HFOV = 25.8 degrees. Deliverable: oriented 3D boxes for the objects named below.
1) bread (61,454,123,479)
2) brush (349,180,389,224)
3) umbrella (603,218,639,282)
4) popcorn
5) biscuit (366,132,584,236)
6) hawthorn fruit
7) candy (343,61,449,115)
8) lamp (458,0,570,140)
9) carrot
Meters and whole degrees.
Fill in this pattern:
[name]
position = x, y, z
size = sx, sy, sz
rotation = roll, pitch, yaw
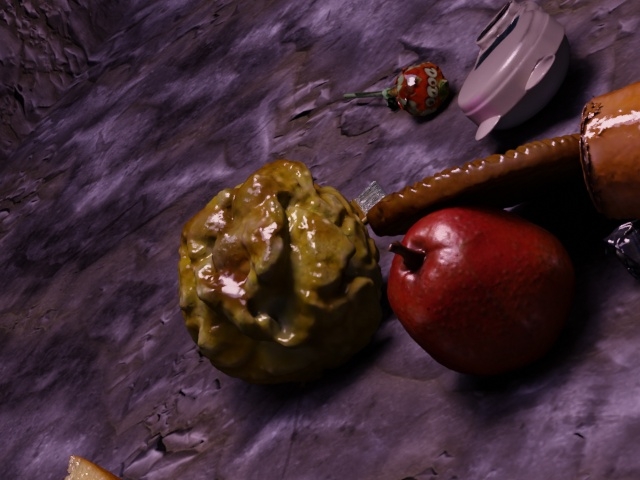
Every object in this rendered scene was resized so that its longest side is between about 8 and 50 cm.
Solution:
[bread]
position = -0.264, 0.370, 1.725
size = 0.134, 0.129, 0.260
rotation = -22, 32, 22
[brush]
position = 0.012, -0.004, 2.059
size = 0.218, 0.010, 0.082
rotation = -41, 25, 3
[umbrella]
position = 0.406, -0.043, 1.507
size = 0.224, 0.080, 0.071
rotation = -41, -10, -6
[popcorn]
position = -0.060, 0.052, 1.813
size = 0.282, 0.247, 0.282
rotation = -35, 34, 29
[biscuit]
position = 0.205, -0.067, 1.638
size = 0.318, 0.040, 0.318
rotation = -17, -8, -2
[hawthorn fruit]
position = 0.156, 0.045, 1.528
size = 0.196, 0.225, 0.197
rotation = -35, 42, 39
[candy]
position = 0.105, -0.234, 2.226
size = 0.084, 0.078, 0.287
rotation = -20, 11, -26
[lamp]
position = 0.276, -0.240, 1.944
size = 0.179, 0.108, 0.246
rotation = -43, 19, 31
[carrot]
position = 0.412, -0.100, 1.409
size = 0.254, 0.196, 0.196
rotation = -14, 36, 33
